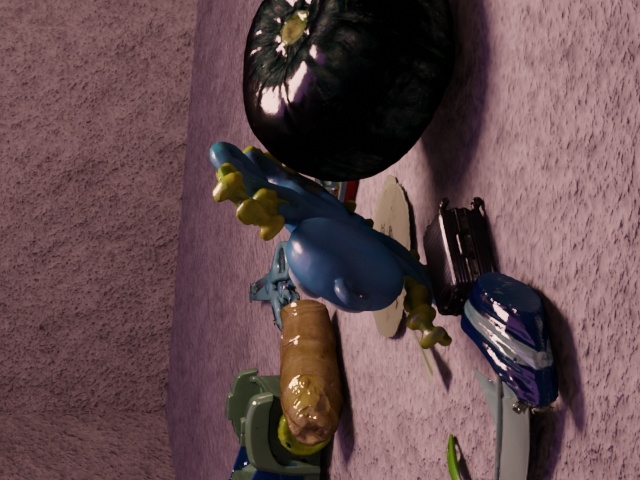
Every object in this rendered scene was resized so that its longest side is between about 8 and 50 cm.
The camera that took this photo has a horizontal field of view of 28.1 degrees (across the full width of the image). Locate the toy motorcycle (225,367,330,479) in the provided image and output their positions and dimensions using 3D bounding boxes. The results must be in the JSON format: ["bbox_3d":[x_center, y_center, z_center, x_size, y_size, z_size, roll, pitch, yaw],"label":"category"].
[{"bbox_3d":[-0.096,0.400,2.251,0.191,0.199,0.327,-141,54,-73],"label":"toy motorcycle"}]

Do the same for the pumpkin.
[{"bbox_3d":[0.043,-0.227,1.623,0.315,0.238,0.315,-34,47,45],"label":"pumpkin"}]

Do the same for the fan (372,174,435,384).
[{"bbox_3d":[0.113,0.072,1.772,0.415,0.012,0.233,-105,19,-57],"label":"fan"}]

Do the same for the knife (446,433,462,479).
[{"bbox_3d":[0.170,0.284,1.510,0.166,0.022,0.078,-113,32,-57],"label":"knife"}]

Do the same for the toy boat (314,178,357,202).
[{"bbox_3d":[0.027,-0.113,2.045,0.069,0.058,0.173,-107,22,-51],"label":"toy boat"}]

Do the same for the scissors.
[{"bbox_3d":[-0.096,0.101,2.611,0.393,0.032,0.180,160,110,-75],"label":"scissors"}]

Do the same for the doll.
[{"bbox_3d":[0.000,0.000,1.574,0.099,0.346,0.341,-56,22,12],"label":"doll"}]

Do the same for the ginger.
[{"bbox_3d":[-0.019,0.220,2.115,0.109,0.116,0.263,-37,45,35],"label":"ginger"}]

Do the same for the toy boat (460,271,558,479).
[{"bbox_3d":[0.190,0.191,1.351,0.220,0.067,0.291,-125,35,-67],"label":"toy boat"}]

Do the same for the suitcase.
[{"bbox_3d":[0.162,0.021,1.481,0.086,0.059,0.126,110,154,-57],"label":"suitcase"}]
